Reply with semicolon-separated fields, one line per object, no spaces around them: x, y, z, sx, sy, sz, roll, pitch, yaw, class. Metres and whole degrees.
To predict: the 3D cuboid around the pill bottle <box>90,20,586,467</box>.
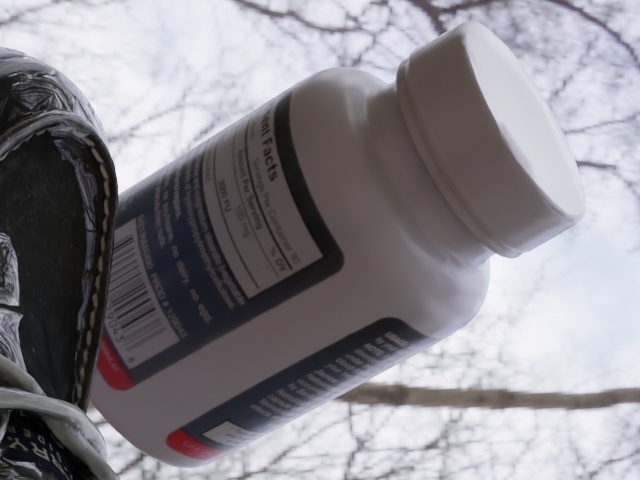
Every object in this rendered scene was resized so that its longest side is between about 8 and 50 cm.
0.000;0.000;0.622;0.180;0.108;0.108;-29;-111;22;pill bottle

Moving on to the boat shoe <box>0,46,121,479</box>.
-0.107;0.079;0.462;0.119;0.121;0.335;-10;-131;34;boat shoe
